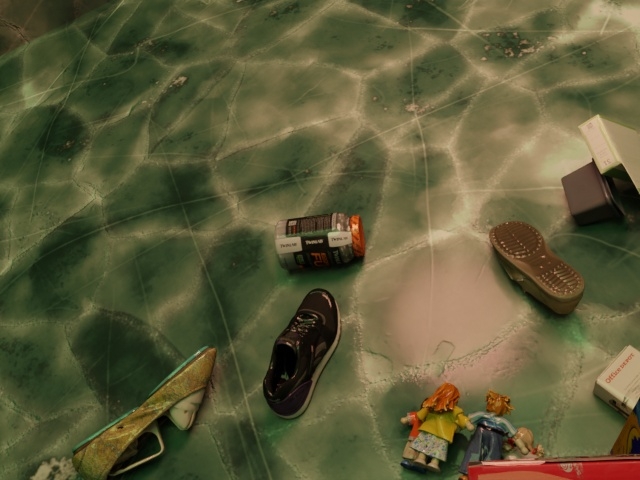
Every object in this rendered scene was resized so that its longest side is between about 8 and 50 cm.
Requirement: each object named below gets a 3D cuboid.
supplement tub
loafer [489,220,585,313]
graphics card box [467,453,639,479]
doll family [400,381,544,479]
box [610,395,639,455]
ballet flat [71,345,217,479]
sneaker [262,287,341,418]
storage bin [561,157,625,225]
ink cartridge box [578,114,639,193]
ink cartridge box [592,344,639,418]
[{"bbox_3d":[0.000,0.000,1.372,0.190,0.117,0.117,-7,54,12],"label":"supplement tub"},{"bbox_3d":[0.427,0.056,1.233,0.101,0.092,0.268,-19,37,-4],"label":"loafer"},{"bbox_3d":[0.326,0.397,0.842,0.232,0.371,0.094,-6,54,10],"label":"graphics card box"},{"bbox_3d":[0.260,0.336,1.060,0.262,0.118,0.163,13,60,24],"label":"doll family"},{"bbox_3d":[0.543,0.385,0.840,0.177,0.290,0.279,-5,54,12],"label":"box"},{"bbox_3d":[-0.326,0.360,1.224,0.348,0.123,0.123,-38,55,-13],"label":"ballet flat"},{"bbox_3d":[-0.035,0.207,1.230,0.107,0.124,0.283,7,58,19],"label":"sneaker"},{"bbox_3d":[0.580,-0.098,1.304,0.091,0.098,0.135,-26,48,33],"label":"storage bin"},{"bbox_3d":[0.645,-0.141,1.268,0.056,0.171,0.235,-35,60,43],"label":"ink cartridge box"},{"bbox_3d":[0.564,0.266,1.063,0.099,0.056,0.135,-40,56,-14],"label":"ink cartridge box"}]
